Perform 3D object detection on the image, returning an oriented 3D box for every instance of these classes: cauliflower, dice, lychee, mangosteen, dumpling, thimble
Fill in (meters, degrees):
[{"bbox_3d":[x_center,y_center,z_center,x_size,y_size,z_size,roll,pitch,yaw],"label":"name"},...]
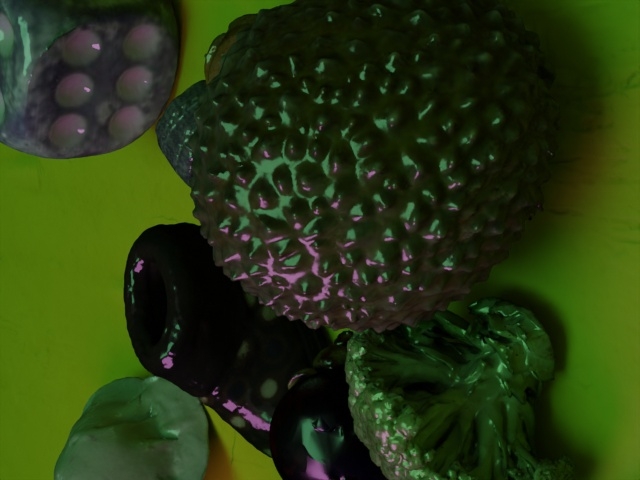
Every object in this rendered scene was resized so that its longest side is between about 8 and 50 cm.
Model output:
[{"bbox_3d":[0.161,0.174,1.425,0.250,0.275,0.272,-49,19,7],"label":"cauliflower"},{"bbox_3d":[-0.396,-0.305,1.938,0.271,0.270,0.270,47,134,34],"label":"dice"},{"bbox_3d":[0.049,-0.097,1.332,0.432,0.380,0.380,-27,78,37],"label":"lychee"},{"bbox_3d":[0.029,0.229,1.619,0.194,0.194,0.230,129,152,-47],"label":"mangosteen"},{"bbox_3d":[-0.314,0.378,2.119,0.321,0.270,0.212,28,149,19],"label":"dumpling"},{"bbox_3d":[-0.152,-0.146,1.767,0.098,0.150,0.150,51,137,28],"label":"thimble"}]

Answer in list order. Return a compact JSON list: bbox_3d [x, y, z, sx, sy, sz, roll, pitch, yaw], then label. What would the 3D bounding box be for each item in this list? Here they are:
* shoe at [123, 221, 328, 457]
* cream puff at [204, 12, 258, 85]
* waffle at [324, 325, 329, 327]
[{"bbox_3d":[-0.133,0.148,1.750,0.171,0.237,0.384,-38,69,51],"label":"shoe"},{"bbox_3d":[-0.074,-0.227,1.658,0.165,0.115,0.150,-7,101,37],"label":"cream puff"},{"bbox_3d":[0.000,0.000,1.623,0.243,0.059,0.237,-36,81,52],"label":"waffle"}]
